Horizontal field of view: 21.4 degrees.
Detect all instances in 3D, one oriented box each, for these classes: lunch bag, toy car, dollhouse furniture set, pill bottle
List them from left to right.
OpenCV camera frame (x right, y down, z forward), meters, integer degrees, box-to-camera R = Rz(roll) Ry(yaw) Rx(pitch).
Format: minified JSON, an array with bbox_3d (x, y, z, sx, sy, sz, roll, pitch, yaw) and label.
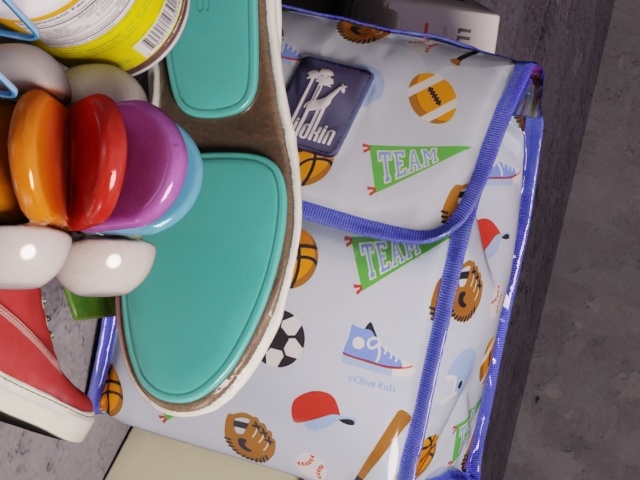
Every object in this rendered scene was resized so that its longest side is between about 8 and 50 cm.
[{"bbox_3d":[-0.175,-0.189,1.136,0.215,0.117,0.117,34,70,-70],"label":"pill bottle"},{"bbox_3d":[-0.153,-0.049,1.116,0.182,0.136,0.159,9,75,-52],"label":"toy car"},{"bbox_3d":[-0.157,-0.003,1.329,0.152,0.076,0.059,-67,145,-57],"label":"dollhouse furniture set"},{"bbox_3d":[0.000,0.000,1.457,0.239,0.327,0.385,-3,107,-69],"label":"lunch bag"}]

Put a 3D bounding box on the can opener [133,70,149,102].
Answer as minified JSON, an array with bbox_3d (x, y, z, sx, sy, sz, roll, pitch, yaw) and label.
[{"bbox_3d":[-0.137,-0.154,1.384,0.095,0.076,0.283,-48,-170,50],"label":"can opener"}]

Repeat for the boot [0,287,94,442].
[{"bbox_3d":[-0.215,0.045,1.239,0.244,0.088,0.176,49,55,-64],"label":"boot"}]

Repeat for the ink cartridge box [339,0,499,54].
[{"bbox_3d":[0.089,-0.149,1.708,0.353,0.119,0.207,-113,-150,-73],"label":"ink cartridge box"}]

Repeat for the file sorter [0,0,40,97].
[{"bbox_3d":[-0.254,-0.079,1.003,0.118,0.104,0.170,51,55,-66],"label":"file sorter"}]

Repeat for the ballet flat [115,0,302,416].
[{"bbox_3d":[-0.074,-0.067,1.279,0.139,0.139,0.400,20,70,-71],"label":"ballet flat"}]

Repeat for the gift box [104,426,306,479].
[{"bbox_3d":[-0.087,0.361,1.549,0.255,0.258,0.276,74,33,-55],"label":"gift box"}]
